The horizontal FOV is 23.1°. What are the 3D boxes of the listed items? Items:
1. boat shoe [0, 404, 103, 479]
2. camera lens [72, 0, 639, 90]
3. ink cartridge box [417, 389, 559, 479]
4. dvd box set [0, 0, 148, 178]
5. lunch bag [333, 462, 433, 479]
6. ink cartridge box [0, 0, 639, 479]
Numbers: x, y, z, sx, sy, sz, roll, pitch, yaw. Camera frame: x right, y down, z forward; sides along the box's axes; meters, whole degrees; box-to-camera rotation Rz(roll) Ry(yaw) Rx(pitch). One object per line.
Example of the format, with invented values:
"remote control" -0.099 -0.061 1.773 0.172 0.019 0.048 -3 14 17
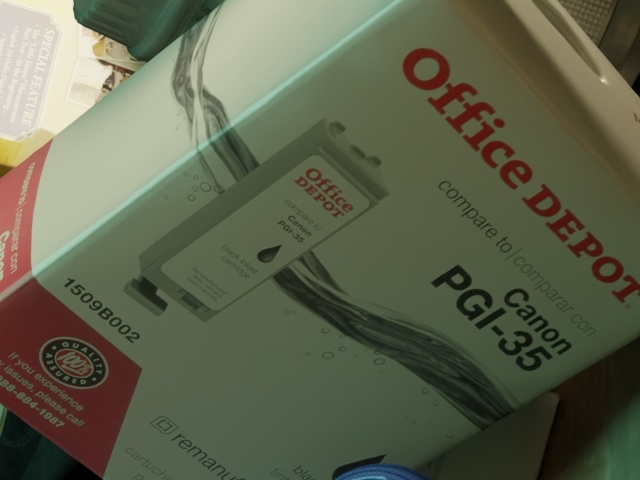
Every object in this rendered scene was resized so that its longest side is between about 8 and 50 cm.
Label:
"boat shoe" -0.150 0.164 1.179 0.156 0.187 0.500 53 151 24
"camera lens" 0.033 -0.161 0.813 0.219 0.274 0.219 -163 90 -72
"ink cartridge box" 0.023 0.222 0.835 0.165 0.065 0.332 10 81 71
"dvd box set" -0.162 -0.165 1.164 0.062 0.420 0.307 134 148 -61
"lunch bag" 0.021 0.246 0.550 0.243 0.115 0.303 36 96 37
"ink cartridge box" 0.000 0.000 0.712 0.283 0.207 0.117 -35 30 22
